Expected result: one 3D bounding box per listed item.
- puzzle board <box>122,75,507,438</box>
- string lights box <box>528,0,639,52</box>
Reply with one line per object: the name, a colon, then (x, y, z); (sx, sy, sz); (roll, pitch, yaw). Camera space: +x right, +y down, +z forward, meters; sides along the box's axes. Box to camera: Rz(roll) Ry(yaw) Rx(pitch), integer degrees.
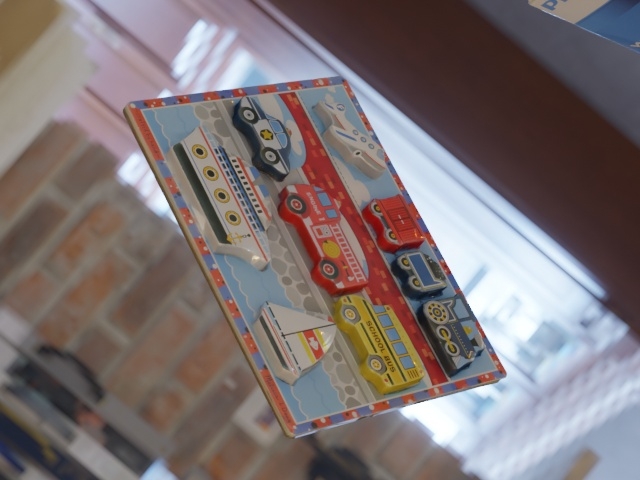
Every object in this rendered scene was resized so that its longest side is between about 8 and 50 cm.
puzzle board: (0.000, 0.000, 0.632); (0.096, 0.128, 0.011); (-11, 154, -40)
string lights box: (0.239, -0.186, 1.250); (0.077, 0.259, 0.133); (-35, -129, 38)
